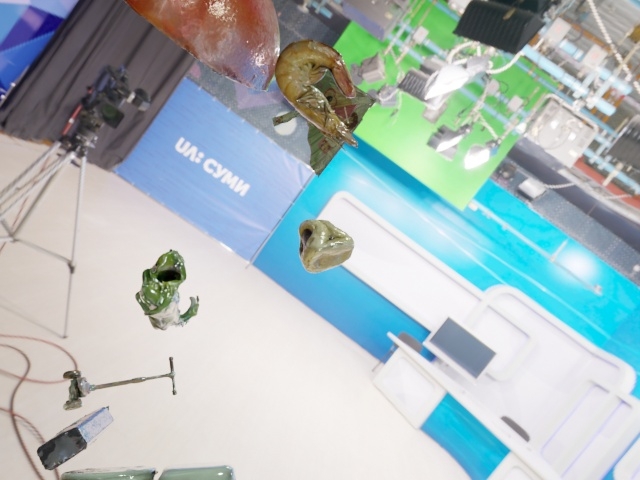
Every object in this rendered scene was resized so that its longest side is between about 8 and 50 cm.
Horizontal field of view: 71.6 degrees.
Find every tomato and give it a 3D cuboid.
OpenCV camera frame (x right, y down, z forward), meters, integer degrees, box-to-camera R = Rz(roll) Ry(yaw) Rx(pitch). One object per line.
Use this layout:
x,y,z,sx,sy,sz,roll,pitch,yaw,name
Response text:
-0.186,-0.400,0.706,0.338,0.143,0.338,38,17,-14,tomato

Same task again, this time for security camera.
-0.303,0.442,0.795,0.302,0.080,0.157,6,-23,-11,security camera

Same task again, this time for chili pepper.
-0.231,0.092,0.677,0.076,0.085,0.359,18,-19,-9,chili pepper

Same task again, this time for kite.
0.005,-0.320,1.099,0.268,0.323,0.013,-5,5,17,kite

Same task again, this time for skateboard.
-0.166,0.123,0.370,0.083,0.064,0.032,-2,62,-29,skateboard

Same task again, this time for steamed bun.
0.000,0.000,1.382,0.172,0.141,0.155,-11,58,-30,steamed bun

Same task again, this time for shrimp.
0.010,-0.198,0.601,0.162,0.095,0.045,45,20,-10,shrimp

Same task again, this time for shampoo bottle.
-0.599,0.486,1.129,0.071,0.098,0.309,57,-14,3,shampoo bottle
